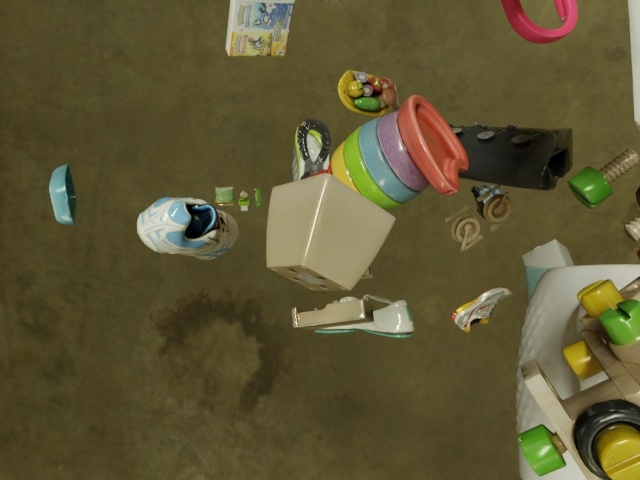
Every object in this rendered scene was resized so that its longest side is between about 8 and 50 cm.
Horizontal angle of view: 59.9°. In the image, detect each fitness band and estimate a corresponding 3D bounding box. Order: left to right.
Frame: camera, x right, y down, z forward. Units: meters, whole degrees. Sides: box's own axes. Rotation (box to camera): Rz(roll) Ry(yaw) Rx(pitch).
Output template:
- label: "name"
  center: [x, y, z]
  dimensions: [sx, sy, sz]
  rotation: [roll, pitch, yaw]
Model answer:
- label: "fitness band"
  center: [0.593, -0.679, 1.537]
  dimensions: [0.209, 0.054, 0.290]
  rotation: [-12, 80, -17]

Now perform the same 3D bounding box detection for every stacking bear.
- label: "stacking bear"
  center: [0.084, -0.110, 0.972]
  dimensions: [0.289, 0.175, 0.164]
  rotation: [-28, 103, 33]

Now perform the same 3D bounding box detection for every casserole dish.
- label: "casserole dish"
  center: [-0.575, -0.102, 1.243]
  dimensions: [0.037, 0.188, 0.114]
  rotation: [-10, 116, -18]

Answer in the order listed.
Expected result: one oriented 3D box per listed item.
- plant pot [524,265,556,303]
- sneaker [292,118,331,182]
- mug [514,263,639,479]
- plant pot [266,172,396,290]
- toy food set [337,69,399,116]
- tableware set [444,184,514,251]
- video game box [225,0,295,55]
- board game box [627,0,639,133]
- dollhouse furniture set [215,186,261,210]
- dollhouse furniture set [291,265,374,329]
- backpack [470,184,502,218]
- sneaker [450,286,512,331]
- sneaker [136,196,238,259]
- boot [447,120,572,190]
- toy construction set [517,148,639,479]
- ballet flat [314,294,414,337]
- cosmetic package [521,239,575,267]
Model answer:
- label: "plant pot"
  center: [0.662, 0.195, 1.371]
  dimensions: [0.248, 0.247, 0.252]
  rotation: [1, 87, 40]
- label: "sneaker"
  center: [-0.024, -0.156, 1.449]
  dimensions: [0.111, 0.121, 0.299]
  rotation: [6, 78, -11]
- label: "mug"
  center: [0.421, 0.200, 0.818]
  dimensions: [0.276, 0.374, 0.328]
  rotation: [-4, 81, 29]
- label: "plant pot"
  center: [0.000, 0.000, 0.623]
  dimensions: [0.109, 0.109, 0.096]
  rotation: [30, 69, -32]
- label: "toy food set"
  center: [0.159, -0.427, 1.593]
  dimensions: [0.218, 0.071, 0.128]
  rotation: [4, 79, -29]
- label: "tableware set"
  center: [0.458, -0.058, 1.562]
  dimensions: [0.194, 0.039, 0.128]
  rotation: [-33, 117, 0]
- label: "video game box"
  center: [-0.183, -0.655, 1.675]
  dimensions: [0.187, 0.048, 0.205]
  rotation: [-6, 142, -21]
- label: "board game box"
  center: [0.269, -0.326, 0.402]
  dimensions: [0.050, 0.390, 0.389]
  rotation: [1, 119, 37]
- label: "dollhouse furniture set"
  center: [-0.276, -0.135, 1.859]
  dimensions: [0.152, 0.058, 0.076]
  rotation: [-3, 141, -8]
- label: "dollhouse furniture set"
  center: [0.020, 0.072, 1.269]
  dimensions: [0.161, 0.212, 0.242]
  rotation: [-10, 75, 15]
- label: "backpack"
  center: [0.545, -0.123, 1.783]
  dimensions: [0.084, 0.114, 0.105]
  rotation: [-20, 110, 9]
- label: "sneaker"
  center: [0.572, 0.242, 1.941]
  dimensions: [0.225, 0.088, 0.092]
  rotation: [-33, 61, 0]
- label: "sneaker"
  center: [-0.169, -0.019, 0.813]
  dimensions: [0.086, 0.237, 0.085]
  rotation: [-18, 85, 15]
- label: "boot"
  center: [0.313, -0.167, 1.297]
  dimensions: [0.445, 0.367, 0.146]
  rotation: [18, 140, 33]
- label: "toy construction set"
  center: [0.292, 0.133, 0.482]
  dimensions: [0.237, 0.257, 0.309]
  rotation: [-37, 113, 9]
- label: "ballet flat"
  center: [0.134, 0.241, 1.813]
  dimensions: [0.400, 0.139, 0.139]
  rotation: [-6, 109, 44]
- label: "cosmetic package"
  center: [0.746, 0.132, 1.760]
  dimensions: [0.107, 0.238, 0.127]
  rotation: [25, 137, -37]
